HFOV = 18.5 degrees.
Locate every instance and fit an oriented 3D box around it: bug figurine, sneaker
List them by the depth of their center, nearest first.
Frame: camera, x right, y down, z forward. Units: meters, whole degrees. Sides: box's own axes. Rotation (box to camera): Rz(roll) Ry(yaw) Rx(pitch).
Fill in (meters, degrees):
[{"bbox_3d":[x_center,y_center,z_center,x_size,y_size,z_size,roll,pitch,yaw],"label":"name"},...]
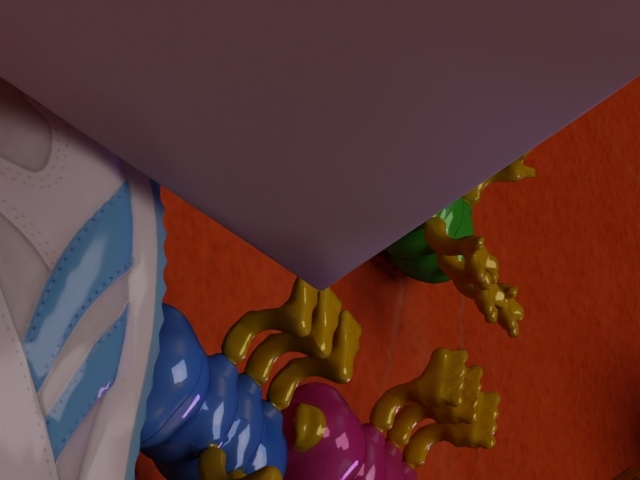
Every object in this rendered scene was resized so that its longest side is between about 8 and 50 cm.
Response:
[{"bbox_3d":[-0.099,0.033,0.483,0.092,0.087,0.228,18,67,-51],"label":"sneaker"},{"bbox_3d":[0.000,0.000,0.650,0.216,0.072,0.279,53,38,-45],"label":"bug figurine"}]

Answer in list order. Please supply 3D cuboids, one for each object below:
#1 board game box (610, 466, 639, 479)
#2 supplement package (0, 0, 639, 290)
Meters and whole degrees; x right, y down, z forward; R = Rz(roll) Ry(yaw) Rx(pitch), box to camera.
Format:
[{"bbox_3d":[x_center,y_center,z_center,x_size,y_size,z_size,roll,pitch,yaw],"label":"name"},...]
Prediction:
[{"bbox_3d":[0.128,0.325,0.418,0.356,0.356,0.356,-36,116,-26],"label":"board game box"},{"bbox_3d":[0.006,-0.173,0.499,0.199,0.198,0.262,34,42,-25],"label":"supplement package"}]
